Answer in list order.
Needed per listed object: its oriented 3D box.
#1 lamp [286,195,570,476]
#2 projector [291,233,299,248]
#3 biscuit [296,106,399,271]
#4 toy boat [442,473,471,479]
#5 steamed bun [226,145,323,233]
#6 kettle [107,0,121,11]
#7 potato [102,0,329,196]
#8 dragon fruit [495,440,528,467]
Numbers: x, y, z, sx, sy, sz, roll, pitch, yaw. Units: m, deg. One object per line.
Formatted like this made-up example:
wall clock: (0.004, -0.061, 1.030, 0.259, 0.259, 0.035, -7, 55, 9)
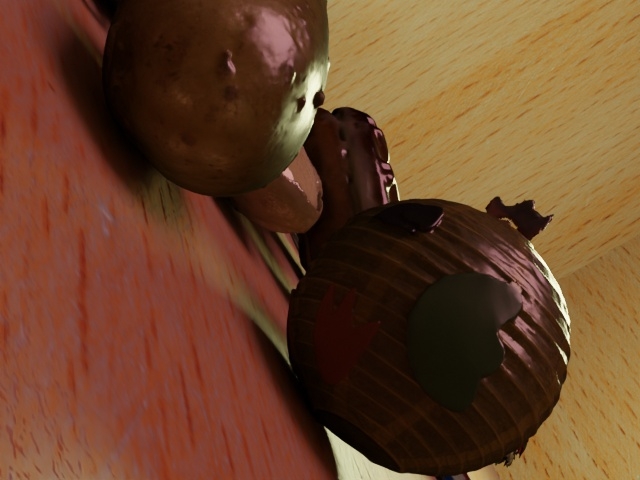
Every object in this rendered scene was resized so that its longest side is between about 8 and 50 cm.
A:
lamp: (0.110, 0.064, 1.018, 0.250, 0.284, 0.250, 36, -16, 12)
projector: (0.000, 0.000, 1.763, 0.115, 0.061, 0.147, 55, 5, -34)
biscuit: (0.028, -0.030, 1.419, 0.366, 0.115, 0.268, -127, -151, -79)
toy boat: (0.173, 0.312, 1.763, 0.229, 0.046, 0.080, 60, 3, -28)
steamed bun: (-0.084, -0.118, 1.247, 0.212, 0.110, 0.231, -74, 139, -74)
kettle: (-0.193, -0.307, 1.152, 0.243, 0.160, 0.211, 45, 29, -44)
potato: (-0.079, -0.140, 0.919, 0.173, 0.210, 0.307, 19, 16, -3)
dragon fruit: (0.237, 0.285, 1.867, 0.182, 0.188, 0.182, -7, 90, -67)
